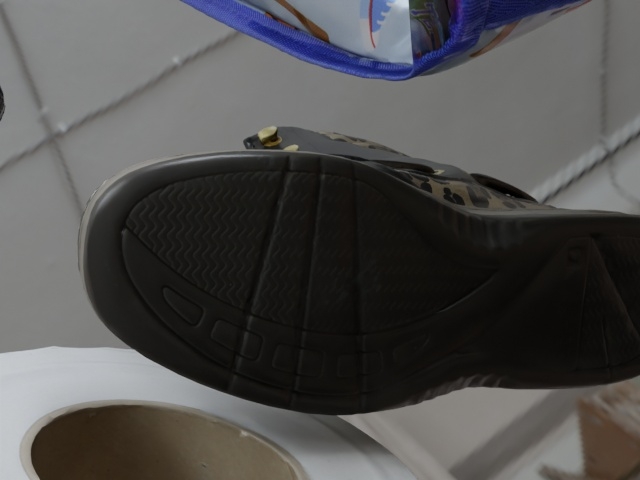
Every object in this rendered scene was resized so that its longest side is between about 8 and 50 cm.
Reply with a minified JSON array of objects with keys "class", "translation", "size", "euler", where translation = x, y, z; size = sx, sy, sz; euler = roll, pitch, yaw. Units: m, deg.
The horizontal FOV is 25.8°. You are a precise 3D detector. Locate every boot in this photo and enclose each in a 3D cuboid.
[{"class":"boot","translation":[0.000,0.000,0.866],"size":[0.378,0.284,0.138],"euler":[1,-79,-28]}]

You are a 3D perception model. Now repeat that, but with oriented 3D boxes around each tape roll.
[{"class":"tape roll","translation":[-0.086,0.156,0.706],"size":[0.286,0.286,0.100],"euler":[-4,-66,-45]}]

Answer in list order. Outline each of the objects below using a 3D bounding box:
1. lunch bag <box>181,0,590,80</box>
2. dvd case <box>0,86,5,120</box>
[{"class":"lunch bag","translation":[0.089,-0.247,0.823],"size":[0.328,0.385,0.238],"euler":[-23,-52,-24]},{"class":"dvd case","translation":[-0.230,0.016,0.409],"size":[0.029,0.239,0.179],"euler":[74,-160,-43]}]
